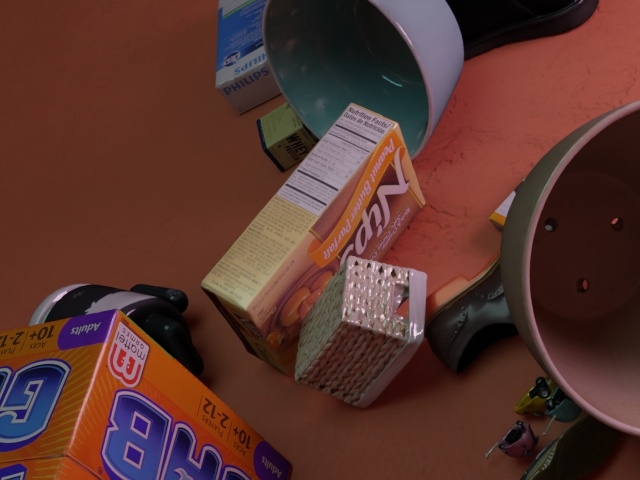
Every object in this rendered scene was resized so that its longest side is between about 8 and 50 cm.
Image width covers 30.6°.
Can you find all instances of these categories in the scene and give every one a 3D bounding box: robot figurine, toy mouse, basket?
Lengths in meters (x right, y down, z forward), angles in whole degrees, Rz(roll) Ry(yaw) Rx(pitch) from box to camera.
[{"bbox_3d":[-0.292,0.154,1.651,0.278,0.209,0.174,8,96,42],"label":"robot figurine"},{"bbox_3d":[0.239,0.190,1.247,0.161,0.031,0.143,-48,5,7],"label":"toy mouse"},{"bbox_3d":[0.046,0.108,1.409,0.167,0.103,0.113,125,159,-47],"label":"basket"}]

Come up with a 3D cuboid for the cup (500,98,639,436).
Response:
[{"bbox_3d":[0.317,0.016,1.207,0.331,0.331,0.237,-46,13,-6],"label":"cup"}]

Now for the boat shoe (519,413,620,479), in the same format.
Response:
[{"bbox_3d":[0.250,0.233,1.225,0.152,0.056,0.049,-41,6,-11],"label":"boat shoe"}]

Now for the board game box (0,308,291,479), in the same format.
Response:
[{"bbox_3d":[-0.304,0.342,1.331,0.356,0.356,0.356,-12,47,31],"label":"board game box"}]

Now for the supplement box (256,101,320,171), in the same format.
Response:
[{"bbox_3d":[-0.047,-0.168,1.838,0.083,0.056,0.083,-31,40,13],"label":"supplement box"}]

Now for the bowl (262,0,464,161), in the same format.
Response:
[{"bbox_3d":[0.084,-0.274,1.679,0.311,0.311,0.163,14,43,45],"label":"bowl"}]

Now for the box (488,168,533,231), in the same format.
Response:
[{"bbox_3d":[0.288,-0.056,1.486,0.136,0.028,0.081,-45,39,-9],"label":"box"}]

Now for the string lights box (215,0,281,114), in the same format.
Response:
[{"bbox_3d":[-0.108,-0.351,2.042,0.133,0.077,0.260,-24,42,21],"label":"string lights box"}]

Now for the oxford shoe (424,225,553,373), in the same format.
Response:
[{"bbox_3d":[0.243,0.055,1.383,0.271,0.097,0.098,-39,56,13],"label":"oxford shoe"}]

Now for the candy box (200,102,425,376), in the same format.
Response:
[{"bbox_3d":[0.000,0.000,1.519,0.087,0.183,0.316,27,69,31],"label":"candy box"}]

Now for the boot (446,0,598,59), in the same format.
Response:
[{"bbox_3d":[0.207,-0.405,1.689,0.348,0.260,0.131,-11,47,31],"label":"boot"}]
